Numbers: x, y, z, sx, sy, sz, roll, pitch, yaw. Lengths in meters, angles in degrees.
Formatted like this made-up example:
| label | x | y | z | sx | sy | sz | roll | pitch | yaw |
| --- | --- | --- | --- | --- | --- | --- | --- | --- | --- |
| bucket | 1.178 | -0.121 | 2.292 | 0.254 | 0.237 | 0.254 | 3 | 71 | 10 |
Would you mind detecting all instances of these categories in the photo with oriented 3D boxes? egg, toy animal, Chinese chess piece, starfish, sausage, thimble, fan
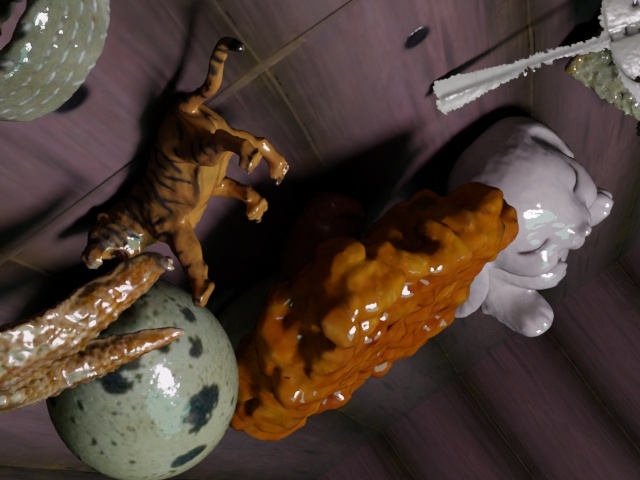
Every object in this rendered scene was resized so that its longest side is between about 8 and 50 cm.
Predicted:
| label | x | y | z | sx | sy | sz | roll | pitch | yaw |
| --- | --- | --- | --- | --- | --- | --- | --- | --- | --- |
| egg | -0.163 | 0.121 | 0.945 | 0.177 | 0.177 | 0.228 | -28 | 150 | -21 |
| toy animal | -0.091 | -0.067 | 0.773 | 0.114 | 0.116 | 0.255 | -56 | 174 | -44 |
| toy animal | 0.227 | -0.031 | 1.250 | 0.271 | 0.206 | 0.265 | -59 | 160 | -5 |
| Chinese chess piece | -0.049 | 0.105 | 1.260 | 0.188 | 0.083 | 0.188 | -31 | 158 | -14 |
| starfish | -0.273 | 0.082 | 0.728 | 0.327 | 0.094 | 0.375 | -36 | 149 | 32 |
| sausage | 0.000 | 0.000 | 1.099 | 0.076 | 0.076 | 0.141 | -25 | 159 | -30 |
| thimble | -0.158 | -0.113 | 0.528 | 0.110 | 0.084 | 0.062 | -53 | 160 | 10 |
| fan | 0.309 | -0.208 | 1.028 | 0.415 | 0.233 | 0.012 | -15 | -166 | 0 |

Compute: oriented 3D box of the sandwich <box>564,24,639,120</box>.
| label | x | y | z | sx | sy | sz | roll | pitch | yaw |
| --- | --- | --- | --- | --- | --- | --- | --- | --- | --- |
| sandwich | 0.389 | -0.243 | 1.108 | 0.128 | 0.122 | 0.235 | -35 | 164 | -49 |

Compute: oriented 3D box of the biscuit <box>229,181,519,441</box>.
| label | x | y | z | sx | sy | sz | roll | pitch | yaw |
| --- | --- | --- | --- | --- | --- | --- | --- | --- | --- |
| biscuit | 0.050 | 0.067 | 1.069 | 0.312 | 0.110 | 0.318 | -28 | 159 | -35 |

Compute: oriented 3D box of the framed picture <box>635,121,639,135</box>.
| label | x | y | z | sx | sy | sz | roll | pitch | yaw |
| --- | --- | --- | --- | --- | --- | --- | --- | --- | --- |
| framed picture | 0.486 | -0.245 | 1.246 | 0.296 | 0.019 | 0.232 | -53 | 178 | 10 |
